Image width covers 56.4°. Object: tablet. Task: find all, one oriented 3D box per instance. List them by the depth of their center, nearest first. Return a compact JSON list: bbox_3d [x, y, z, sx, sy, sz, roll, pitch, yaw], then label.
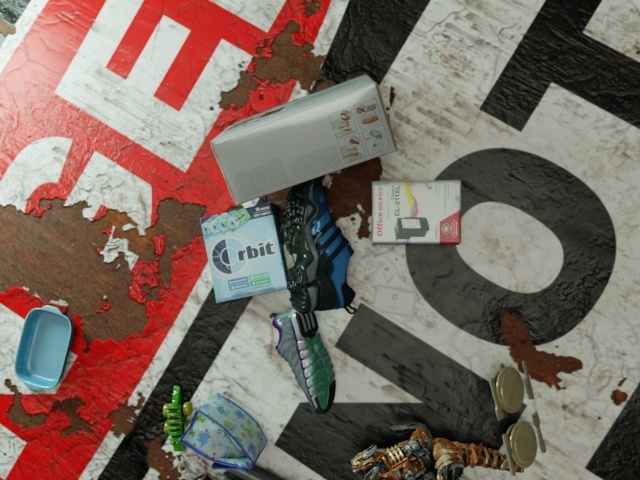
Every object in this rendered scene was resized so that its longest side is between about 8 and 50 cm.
[{"bbox_3d":[0.152,0.125,1.229,0.083,0.006,0.054,11,90,8],"label":"tablet"}]

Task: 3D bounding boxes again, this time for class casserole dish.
[{"bbox_3d":[-0.605,0.235,1.317,0.114,0.037,0.188,14,91,8],"label":"casserole dish"}]

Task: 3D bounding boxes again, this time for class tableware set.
[{"bbox_3d":[0.369,0.342,1.157,0.039,0.128,0.194,-15,87,50],"label":"tableware set"}]

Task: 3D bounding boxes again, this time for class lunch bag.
[{"bbox_3d":[-0.186,0.396,1.207,0.151,0.129,0.096,29,97,6],"label":"lunch bag"}]

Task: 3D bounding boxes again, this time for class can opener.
[{"bbox_3d":[-0.079,0.530,1.211,0.281,0.093,0.074,24,90,14],"label":"can opener"}]

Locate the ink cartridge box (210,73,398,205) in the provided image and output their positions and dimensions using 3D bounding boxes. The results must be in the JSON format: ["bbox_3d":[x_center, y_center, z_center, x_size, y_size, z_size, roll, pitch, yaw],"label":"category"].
[{"bbox_3d":[-0.026,-0.207,1.162,0.310,0.272,0.130,-18,108,8],"label":"ink cartridge box"}]

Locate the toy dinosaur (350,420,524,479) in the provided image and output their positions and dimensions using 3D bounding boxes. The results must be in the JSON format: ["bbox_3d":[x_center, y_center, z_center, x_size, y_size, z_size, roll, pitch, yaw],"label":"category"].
[{"bbox_3d":[0.228,0.457,1.144,0.322,0.164,0.218,-11,72,14],"label":"toy dinosaur"}]

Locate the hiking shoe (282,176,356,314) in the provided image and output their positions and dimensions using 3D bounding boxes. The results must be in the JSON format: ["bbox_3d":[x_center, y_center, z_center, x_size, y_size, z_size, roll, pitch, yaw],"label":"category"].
[{"bbox_3d":[0.000,0.000,1.220,0.132,0.113,0.303,4,78,-26],"label":"hiking shoe"}]

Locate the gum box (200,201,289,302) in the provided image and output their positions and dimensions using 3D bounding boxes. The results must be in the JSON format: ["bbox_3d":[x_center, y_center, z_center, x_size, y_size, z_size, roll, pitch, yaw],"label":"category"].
[{"bbox_3d":[-0.157,0.026,1.258,0.157,0.041,0.184,-12,88,8],"label":"gum box"}]

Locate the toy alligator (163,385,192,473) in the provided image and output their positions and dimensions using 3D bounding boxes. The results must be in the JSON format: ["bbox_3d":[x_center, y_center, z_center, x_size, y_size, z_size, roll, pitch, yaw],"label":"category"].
[{"bbox_3d":[-0.303,0.406,1.262,0.056,0.051,0.189,-5,88,8],"label":"toy alligator"}]

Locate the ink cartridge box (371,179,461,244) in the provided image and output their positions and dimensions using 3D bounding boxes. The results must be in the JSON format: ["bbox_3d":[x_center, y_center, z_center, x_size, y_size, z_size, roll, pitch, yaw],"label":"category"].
[{"bbox_3d":[0.189,-0.054,1.195,0.175,0.072,0.127,0,89,7],"label":"ink cartridge box"}]

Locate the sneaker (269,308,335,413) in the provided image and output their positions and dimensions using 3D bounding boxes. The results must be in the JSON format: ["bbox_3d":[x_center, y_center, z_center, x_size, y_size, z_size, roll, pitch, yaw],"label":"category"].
[{"bbox_3d":[-0.038,0.247,1.232,0.098,0.083,0.223,-14,89,36],"label":"sneaker"}]

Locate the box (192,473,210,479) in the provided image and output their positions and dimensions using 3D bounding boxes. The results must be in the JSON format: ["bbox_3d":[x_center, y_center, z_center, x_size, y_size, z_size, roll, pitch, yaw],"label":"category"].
[{"bbox_3d":[-0.274,0.618,1.193,0.167,0.168,0.203,-30,84,6],"label":"box"}]
